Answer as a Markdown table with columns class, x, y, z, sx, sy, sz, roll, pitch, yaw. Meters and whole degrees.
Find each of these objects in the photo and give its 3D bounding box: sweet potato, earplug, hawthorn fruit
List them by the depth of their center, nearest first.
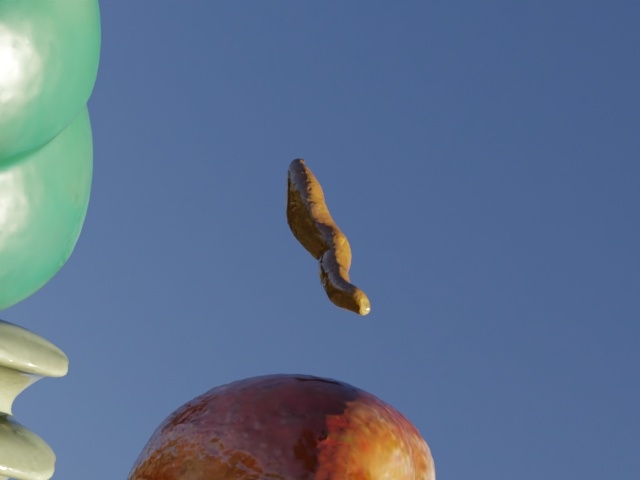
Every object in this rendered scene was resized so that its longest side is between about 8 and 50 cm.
| class | x | y | z | sx | sy | sz | roll | pitch | yaw |
| --- | --- | --- | --- | --- | --- | --- | --- | --- | --- |
| earplug | -0.206 | -0.058 | 0.738 | 0.257 | 0.164 | 0.280 | 35 | -53 | -7 |
| hawthorn fruit | -0.036 | 0.204 | 1.393 | 0.263 | 0.231 | 0.235 | 12 | -62 | -8 |
| sweet potato | 0.003 | 0.001 | 1.596 | 0.044 | 0.044 | 0.179 | 83 | -11 | -50 |

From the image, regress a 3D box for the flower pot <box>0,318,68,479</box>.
| class | x | y | z | sx | sy | sz | roll | pitch | yaw |
| --- | --- | --- | --- | --- | --- | --- | --- | --- | --- |
| flower pot | -0.285 | 0.144 | 1.130 | 0.164 | 0.367 | 0.254 | 18 | 25 | -39 |
